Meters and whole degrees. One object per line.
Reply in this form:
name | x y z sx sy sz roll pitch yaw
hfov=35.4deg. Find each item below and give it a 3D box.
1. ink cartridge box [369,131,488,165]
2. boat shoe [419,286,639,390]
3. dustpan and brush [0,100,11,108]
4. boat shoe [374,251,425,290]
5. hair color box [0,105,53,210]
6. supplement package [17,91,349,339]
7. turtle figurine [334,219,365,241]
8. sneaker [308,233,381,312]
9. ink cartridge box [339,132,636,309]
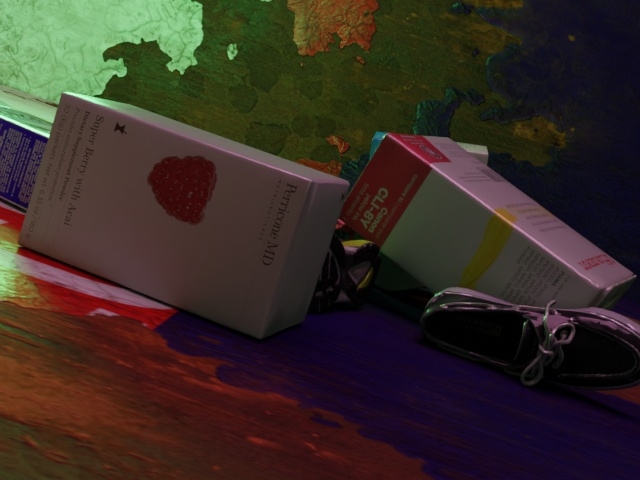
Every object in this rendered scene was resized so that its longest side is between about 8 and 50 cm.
ink cartridge box | 0.184 -0.101 1.752 0.203 0.148 0.086 8 14 6
boat shoe | 0.279 0.128 1.288 0.306 0.113 0.105 18 12 13
dustpan and brush | -0.629 -0.237 1.812 0.147 0.060 0.211 10 12 -15
boat shoe | 0.173 0.031 1.810 0.367 0.136 0.156 0 15 -42
hair color box | -0.373 -0.102 1.374 0.338 0.110 0.185 24 7 29
supplement package | -0.144 -0.031 1.105 0.292 0.178 0.175 20 7 13
turtle figurine | 0.000 0.000 1.595 0.234 0.118 0.175 17 4 39
sneaker | -0.026 0.034 1.324 0.121 0.111 0.300 11 -3 24
ink cartridge box | 0.256 0.009 1.518 0.384 0.160 0.279 38 18 19
